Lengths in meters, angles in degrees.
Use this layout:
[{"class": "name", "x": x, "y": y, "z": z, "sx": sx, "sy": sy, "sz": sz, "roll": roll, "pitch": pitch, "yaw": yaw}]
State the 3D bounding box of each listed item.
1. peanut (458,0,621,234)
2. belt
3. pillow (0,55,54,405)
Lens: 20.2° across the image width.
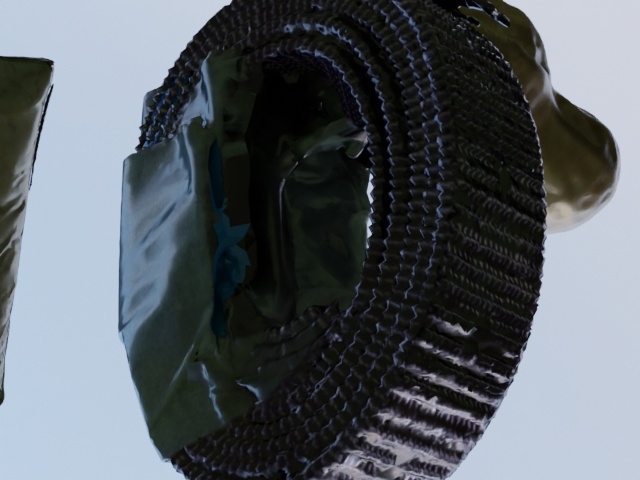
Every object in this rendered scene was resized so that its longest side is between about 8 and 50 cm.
[{"class": "peanut", "x": 0.133, "y": -0.103, "z": 1.456, "sx": 0.313, "sy": 0.149, "sz": 0.149, "roll": 43, "pitch": -143, "yaw": -37}, {"class": "belt", "x": 0.000, "y": 0.000, "z": 1.009, "sx": 0.122, "sy": 0.260, "sz": 0.324, "roll": 24, "pitch": -123, "yaw": -45}, {"class": "pillow", "x": -0.313, "y": -0.003, "z": 1.381, "sx": 0.185, "sy": 0.302, "sz": 0.075, "roll": 4, "pitch": -167, "yaw": -29}]
